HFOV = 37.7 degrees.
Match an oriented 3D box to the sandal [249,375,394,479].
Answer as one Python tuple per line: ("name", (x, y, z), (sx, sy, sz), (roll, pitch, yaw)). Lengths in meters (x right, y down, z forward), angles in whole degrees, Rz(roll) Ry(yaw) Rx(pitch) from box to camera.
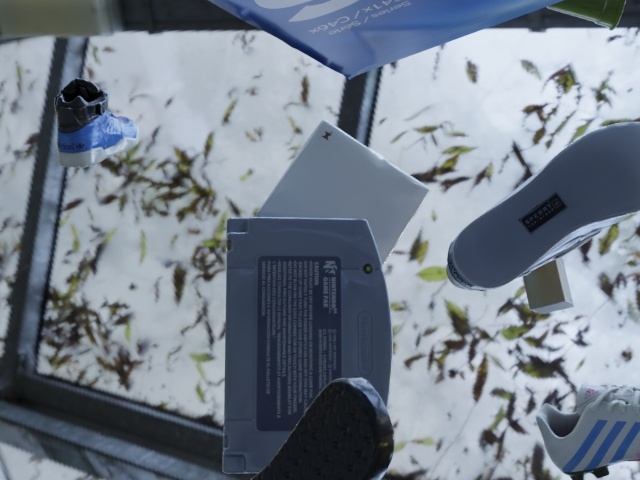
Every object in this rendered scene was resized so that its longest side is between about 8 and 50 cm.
("sandal", (-0.008, 0.135, 0.470), (0.179, 0.040, 0.067), (-54, -130, 33))

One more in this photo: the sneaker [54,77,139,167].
("sneaker", (-0.243, -0.139, 1.028), (0.058, 0.152, 0.085), (4, -70, 15))

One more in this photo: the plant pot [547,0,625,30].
("plant pot", (0.303, -0.287, 1.076), (0.079, 0.083, 0.083), (7, -67, 2))

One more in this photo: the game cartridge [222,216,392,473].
("game cartridge", (-0.014, 0.120, 1.092), (0.196, 0.060, 0.294), (1, -100, -2))

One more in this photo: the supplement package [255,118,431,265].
("supplement package", (0.000, 0.000, 1.328), (0.177, 0.175, 0.293), (33, -25, 1))

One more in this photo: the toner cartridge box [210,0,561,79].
("toner cartridge box", (0.131, -0.162, 0.338), (0.347, 0.165, 0.075), (-17, -96, 21))

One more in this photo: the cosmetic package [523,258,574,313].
("cosmetic package", (0.246, 0.021, 1.044), (0.041, 0.060, 0.115), (-15, -104, 21))

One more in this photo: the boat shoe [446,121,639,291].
("boat shoe", (0.232, -0.033, 0.932), (0.095, 0.258, 0.084), (62, -8, 8))

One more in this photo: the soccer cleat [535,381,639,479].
("soccer cleat", (0.486, 0.276, 1.461), (0.331, 0.116, 0.143), (-29, -87, 36))
